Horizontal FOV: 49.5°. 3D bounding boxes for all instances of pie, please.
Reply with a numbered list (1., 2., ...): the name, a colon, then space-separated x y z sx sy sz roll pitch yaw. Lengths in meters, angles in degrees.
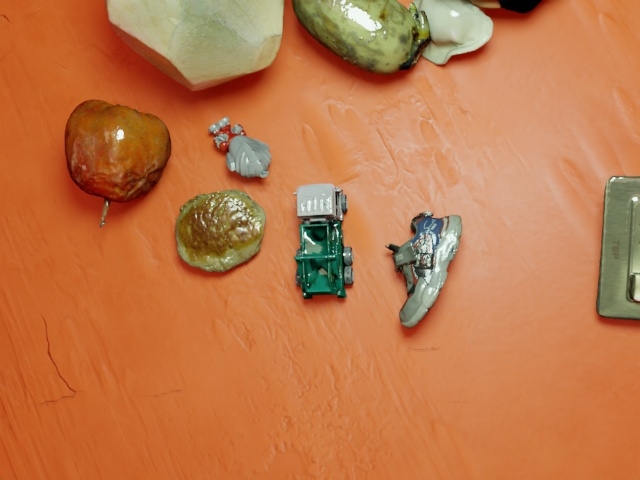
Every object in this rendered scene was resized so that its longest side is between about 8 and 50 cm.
1. pie: -0.198 -0.021 1.361 0.193 0.079 0.163 -21 84 8

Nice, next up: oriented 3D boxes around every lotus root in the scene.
1. lotus root: 0.055 -0.424 1.300 0.309 0.173 0.173 36 90 1

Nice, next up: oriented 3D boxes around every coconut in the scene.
1. coconut: -0.214 -0.450 1.288 0.352 0.352 0.353 -1 83 10

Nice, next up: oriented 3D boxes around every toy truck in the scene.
1. toy truck: 0.000 0.000 1.300 0.110 0.116 0.216 -2 83 10

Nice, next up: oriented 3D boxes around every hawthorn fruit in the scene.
1. hawthorn fruit: -0.404 -0.144 1.360 0.207 0.207 0.243 13 90 12

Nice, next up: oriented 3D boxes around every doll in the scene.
1. doll: -0.156 -0.181 1.377 0.094 0.079 0.180 -34 63 -19

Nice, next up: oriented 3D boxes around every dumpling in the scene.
1. dumpling: 0.235 -0.401 1.319 0.169 0.100 0.134 29 118 5

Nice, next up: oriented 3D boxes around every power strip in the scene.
1. power strip: 0.614 0.016 1.200 0.256 0.092 0.251 3 92 10

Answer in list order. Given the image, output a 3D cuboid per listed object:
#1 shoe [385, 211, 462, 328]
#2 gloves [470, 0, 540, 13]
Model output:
1. shoe: 0.173 0.043 1.269 0.125 0.099 0.228 23 83 4
2. gloves: 0.333 -0.496 1.229 0.301 0.197 0.152 -11 54 -5
